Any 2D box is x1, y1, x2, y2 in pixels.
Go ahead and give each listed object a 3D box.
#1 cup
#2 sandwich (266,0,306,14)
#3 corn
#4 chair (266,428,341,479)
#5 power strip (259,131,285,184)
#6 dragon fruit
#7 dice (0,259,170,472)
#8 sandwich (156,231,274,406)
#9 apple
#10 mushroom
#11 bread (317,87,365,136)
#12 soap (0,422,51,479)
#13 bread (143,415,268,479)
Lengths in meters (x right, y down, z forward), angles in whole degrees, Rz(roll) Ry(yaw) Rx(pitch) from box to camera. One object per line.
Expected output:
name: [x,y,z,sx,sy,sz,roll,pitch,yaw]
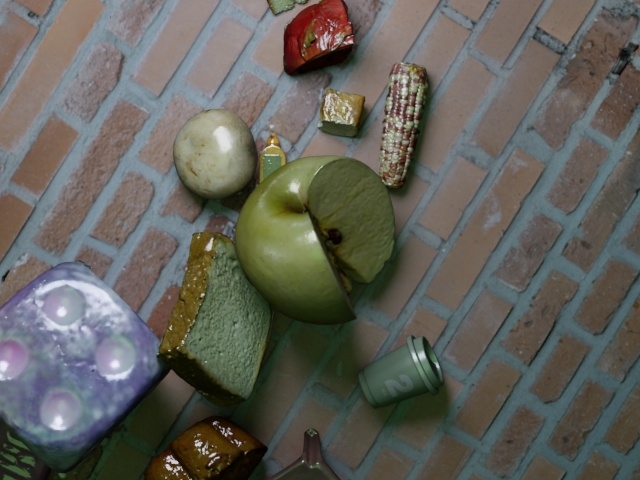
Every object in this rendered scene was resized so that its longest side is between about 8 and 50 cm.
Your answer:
cup: [0.147,0.248,1.674,0.141,0.120,0.120,-23,92,12]
sandwich: [-0.081,-0.556,1.655,0.094,0.096,0.258,-16,94,-6]
corn: [0.148,-0.215,1.677,0.080,0.079,0.237,11,95,-1]
chair: [-0.038,0.479,1.567,0.183,0.326,0.175,-36,93,1]
power strip: [-0.090,-0.116,1.696,0.049,0.028,0.178,1,92,-1]
dragon fruit: [-0.009,-0.377,1.632,0.127,0.161,0.120,-17,94,-11]
dice: [-0.438,0.217,1.550,0.270,0.270,0.271,45,70,0]
sandwich: [-0.179,0.143,1.581,0.087,0.226,0.251,-11,49,31]
apple: [-0.020,0.004,1.583,0.234,0.257,0.295,4,54,26]
mushroom: [-0.191,-0.156,1.650,0.166,0.127,0.166,-1,87,22]
bread: [0.038,-0.239,1.675,0.083,0.076,0.070,13,80,-1]
soap: [-0.559,0.399,1.687,0.122,0.065,0.203,23,91,-2]
bread: [-0.211,0.417,1.607,0.232,0.246,0.135,-44,76,-8]
